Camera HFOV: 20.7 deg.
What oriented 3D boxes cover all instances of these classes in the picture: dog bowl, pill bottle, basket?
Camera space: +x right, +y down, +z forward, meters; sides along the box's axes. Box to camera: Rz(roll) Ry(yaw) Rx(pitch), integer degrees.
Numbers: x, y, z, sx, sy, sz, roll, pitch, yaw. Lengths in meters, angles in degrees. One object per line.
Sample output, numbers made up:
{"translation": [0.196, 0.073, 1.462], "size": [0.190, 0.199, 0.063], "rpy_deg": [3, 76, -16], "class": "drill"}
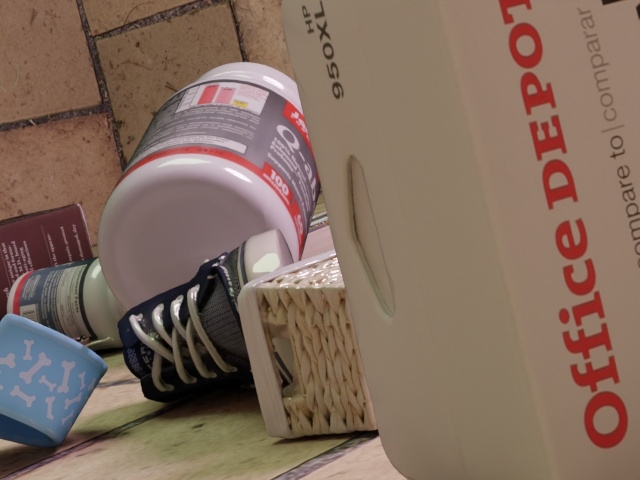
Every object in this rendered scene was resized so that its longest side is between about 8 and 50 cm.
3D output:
{"translation": [-0.318, 0.086, 1.374], "size": [0.297, 0.074, 0.166], "rpy_deg": [20, -18, -12], "class": "dog bowl"}
{"translation": [-0.254, 0.073, 1.979], "size": [0.180, 0.108, 0.108], "rpy_deg": [-11, 6, 30], "class": "pill bottle"}
{"translation": [0.044, 0.062, 1.202], "size": [0.167, 0.113, 0.103], "rpy_deg": [-19, 10, -41], "class": "basket"}
{"translation": [-0.107, -0.058, 1.924], "size": [0.210, 0.210, 0.363], "rpy_deg": [-13, 23, 13], "class": "pill bottle"}

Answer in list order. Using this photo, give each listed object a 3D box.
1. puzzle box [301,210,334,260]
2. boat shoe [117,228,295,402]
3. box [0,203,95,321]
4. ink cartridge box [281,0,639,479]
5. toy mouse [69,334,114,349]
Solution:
{"translation": [0.000, 0.000, 2.142], "size": [0.409, 0.052, 0.272], "rpy_deg": [-21, 5, -2], "class": "puzzle box"}
{"translation": [-0.082, 0.078, 1.385], "size": [0.158, 0.127, 0.340], "rpy_deg": [-20, -6, -1], "class": "boat shoe"}
{"translation": [-0.398, 0.064, 2.162], "size": [0.168, 0.167, 0.203], "rpy_deg": [-10, 6, 39], "class": "box"}
{"translation": [0.211, -0.050, 0.933], "size": [0.395, 0.285, 0.166], "rpy_deg": [-17, 6, -24], "class": "ink cartridge box"}
{"translation": [-0.306, 0.132, 1.903], "size": [0.161, 0.031, 0.143], "rpy_deg": [-15, 5, -16], "class": "toy mouse"}
